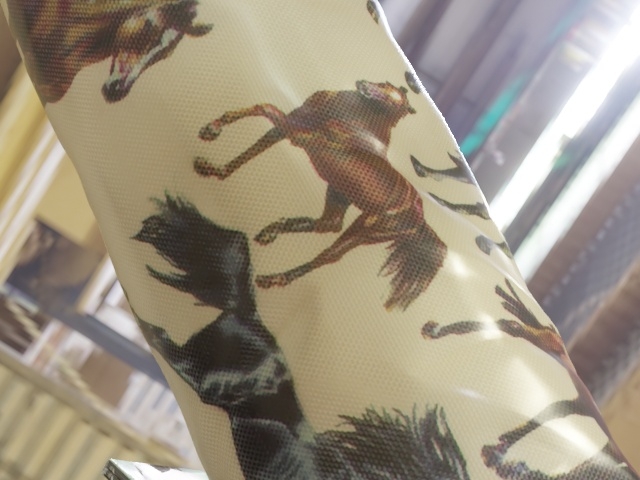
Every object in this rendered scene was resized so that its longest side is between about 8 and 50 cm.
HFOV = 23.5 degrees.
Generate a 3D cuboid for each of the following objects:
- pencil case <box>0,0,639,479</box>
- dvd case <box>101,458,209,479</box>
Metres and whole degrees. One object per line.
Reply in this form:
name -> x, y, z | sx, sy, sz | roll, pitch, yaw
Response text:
pencil case -> 0.000, 0.000, 0.649 | 0.160, 0.410, 0.183 | -35, 163, 26
dvd case -> -0.064, 0.168, 0.904 | 0.087, 0.119, 0.013 | 18, 103, -48
